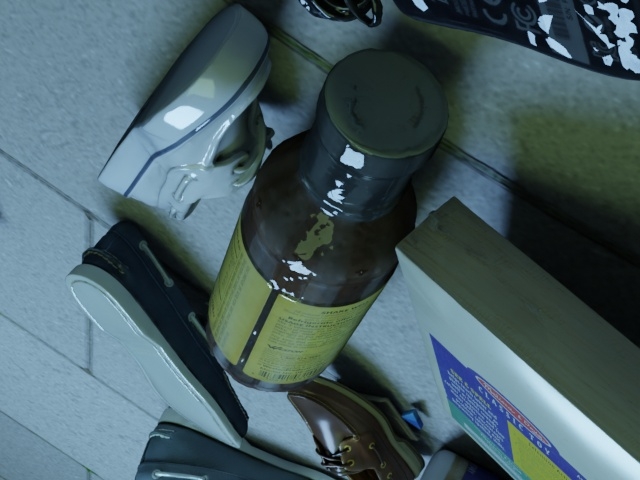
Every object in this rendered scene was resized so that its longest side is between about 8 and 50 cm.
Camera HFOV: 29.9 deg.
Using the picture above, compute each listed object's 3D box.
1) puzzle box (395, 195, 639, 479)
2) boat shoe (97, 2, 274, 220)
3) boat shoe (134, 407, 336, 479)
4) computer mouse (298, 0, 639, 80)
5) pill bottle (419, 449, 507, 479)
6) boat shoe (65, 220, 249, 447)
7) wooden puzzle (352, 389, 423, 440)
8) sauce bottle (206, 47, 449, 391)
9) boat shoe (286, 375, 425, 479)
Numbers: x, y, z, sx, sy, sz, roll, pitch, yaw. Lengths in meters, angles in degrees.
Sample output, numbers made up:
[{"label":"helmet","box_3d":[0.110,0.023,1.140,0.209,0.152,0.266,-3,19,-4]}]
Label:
[{"label":"puzzle box","box_3d":[0.214,0.169,0.712,0.409,0.052,0.272,43,168,28]},{"label":"boat shoe","box_3d":[-0.071,-0.072,0.773,0.084,0.095,0.258,34,162,-12]},{"label":"boat shoe","box_3d":[-0.056,0.294,1.310,0.320,0.099,0.116,24,151,14]},{"label":"computer mouse","box_3d":[0.074,-0.153,0.520,0.272,0.072,0.188,27,156,36]},{"label":"pill bottle","box_3d":[0.186,0.305,1.036,0.265,0.153,0.153,27,151,10]},{"label":"boat shoe","box_3d":[-0.131,0.090,1.083,0.095,0.079,0.254,2,137,47]},{"label":"wooden puzzle","box_3d":[0.048,0.154,1.081,0.116,0.014,0.078,9,149,36]},{"label":"sauce bottle","box_3d":[0.000,0.000,0.781,0.111,0.111,0.344,32,152,0]},{"label":"boat shoe","box_3d":[0.028,0.179,1.058,0.064,0.060,0.178,1,143,45]}]
